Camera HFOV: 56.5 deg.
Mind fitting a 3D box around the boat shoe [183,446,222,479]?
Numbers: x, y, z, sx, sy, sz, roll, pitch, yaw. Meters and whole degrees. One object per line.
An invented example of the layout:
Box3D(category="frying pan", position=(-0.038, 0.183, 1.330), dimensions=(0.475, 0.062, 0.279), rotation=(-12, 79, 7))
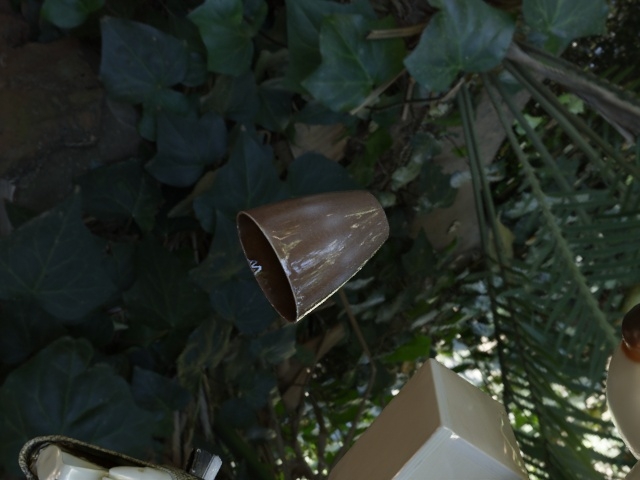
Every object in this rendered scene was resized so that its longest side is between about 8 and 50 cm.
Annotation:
Box3D(category="boat shoe", position=(-0.267, 0.484, 1.116), dimensions=(0.080, 0.076, 0.228), rotation=(-51, -176, 41))

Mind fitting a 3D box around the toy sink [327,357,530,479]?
Box3D(category="toy sink", position=(0.122, 0.294, 0.730), dimensions=(0.234, 0.131, 0.153), rotation=(-54, -174, 17))

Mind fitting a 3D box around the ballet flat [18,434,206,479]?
Box3D(category="ballet flat", position=(-0.362, 0.430, 1.013), dimensions=(0.182, 0.483, 0.164), rotation=(56, 49, -40))

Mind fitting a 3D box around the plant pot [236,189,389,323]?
Box3D(category="plant pot", position=(0.000, 0.000, 1.077), dimensions=(0.230, 0.215, 0.215), rotation=(-27, 152, -20))

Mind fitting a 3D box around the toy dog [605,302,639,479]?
Box3D(category="toy dog", position=(0.374, 0.256, 0.548), dimensions=(0.395, 0.408, 0.284), rotation=(-16, 130, 44))
